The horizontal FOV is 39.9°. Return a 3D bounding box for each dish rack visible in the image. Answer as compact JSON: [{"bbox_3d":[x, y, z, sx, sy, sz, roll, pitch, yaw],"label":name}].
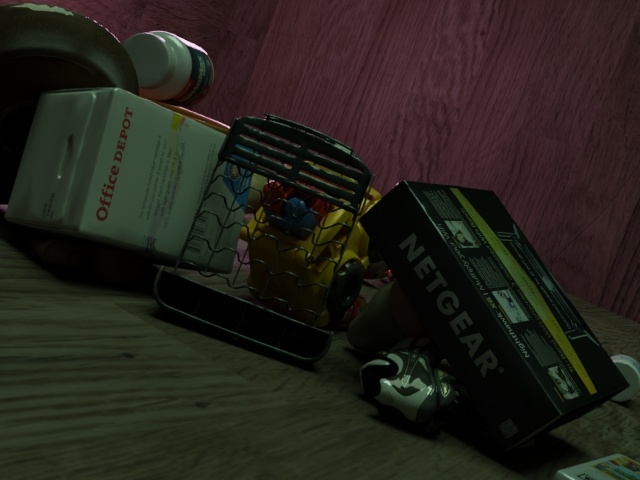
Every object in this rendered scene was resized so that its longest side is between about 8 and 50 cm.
[{"bbox_3d":[-0.055,-0.013,1.033,0.208,0.271,0.074,22,-12,-7],"label":"dish rack"}]

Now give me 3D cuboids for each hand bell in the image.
[{"bbox_3d":[-0.066,-0.072,1.570,0.242,0.126,0.126,10,12,-33],"label":"hand bell"}]

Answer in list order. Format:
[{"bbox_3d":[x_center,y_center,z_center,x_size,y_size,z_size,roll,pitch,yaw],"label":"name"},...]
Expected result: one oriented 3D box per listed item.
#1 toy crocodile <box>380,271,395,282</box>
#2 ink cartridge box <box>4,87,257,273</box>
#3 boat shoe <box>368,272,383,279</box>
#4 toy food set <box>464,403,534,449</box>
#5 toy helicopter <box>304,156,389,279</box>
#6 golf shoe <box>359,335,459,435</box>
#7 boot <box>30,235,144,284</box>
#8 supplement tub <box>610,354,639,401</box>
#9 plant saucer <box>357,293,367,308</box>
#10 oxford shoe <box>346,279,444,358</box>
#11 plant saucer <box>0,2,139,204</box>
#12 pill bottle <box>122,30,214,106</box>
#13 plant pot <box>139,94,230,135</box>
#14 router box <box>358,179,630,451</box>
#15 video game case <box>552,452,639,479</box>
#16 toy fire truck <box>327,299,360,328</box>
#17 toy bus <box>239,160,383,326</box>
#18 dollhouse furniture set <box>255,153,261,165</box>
[{"bbox_3d":[0.174,0.067,1.711,0.115,0.105,0.340,55,2,-18],"label":"toy crocodile"},{"bbox_3d":[-0.229,-0.069,1.092,0.168,0.171,0.233,6,-11,42],"label":"ink cartridge box"},{"bbox_3d":[0.000,0.000,1.761,0.285,0.102,0.092,35,36,26],"label":"boat shoe"},{"bbox_3d":[0.202,0.213,1.006,0.083,0.020,0.083,21,8,6],"label":"toy food set"},{"bbox_3d":[0.023,-0.001,1.492,0.235,0.140,0.355,23,-17,-12],"label":"toy helicopter"},{"bbox_3d":[0.088,0.143,0.986,0.094,0.077,0.198,19,6,-8],"label":"golf shoe"},{"bbox_3d":[-0.278,0.019,1.042,0.087,0.042,0.118,17,-3,35],"label":"boot"},{"bbox_3d":[0.516,0.236,1.517,0.071,0.071,0.107,23,7,19],"label":"supplement tub"},{"bbox_3d":[0.043,0.092,1.483,0.083,0.015,0.083,20,7,-3],"label":"plant saucer"},{"bbox_3d":[0.196,0.101,1.244,0.397,0.140,0.147,9,-30,-45],"label":"oxford shoe"},{"bbox_3d":[-0.376,-0.153,1.124,0.311,0.310,0.050,13,34,-45],"label":"plant saucer"},{"bbox_3d":[-0.244,-0.271,1.390,0.108,0.107,0.180,22,8,9],"label":"pill bottle"},{"bbox_3d":[-0.306,-0.136,1.454,0.291,0.203,0.291,21,7,-3],"label":"plant pot"},{"bbox_3d":[0.209,0.076,1.039,0.243,0.081,0.308,2,52,-55],"label":"router box"},{"bbox_3d":[0.374,0.290,0.901,0.227,0.026,0.206,25,8,35],"label":"video game case"},{"bbox_3d":[-0.007,0.078,1.323,0.192,0.047,0.135,26,7,32],"label":"toy fire truck"},{"bbox_3d":[-0.006,-0.032,1.183,0.149,0.220,0.211,23,-32,28],"label":"toy bus"},{"bbox_3d":[-0.179,-0.154,2.141,0.201,0.152,0.374,27,9,40],"label":"dollhouse furniture set"}]
